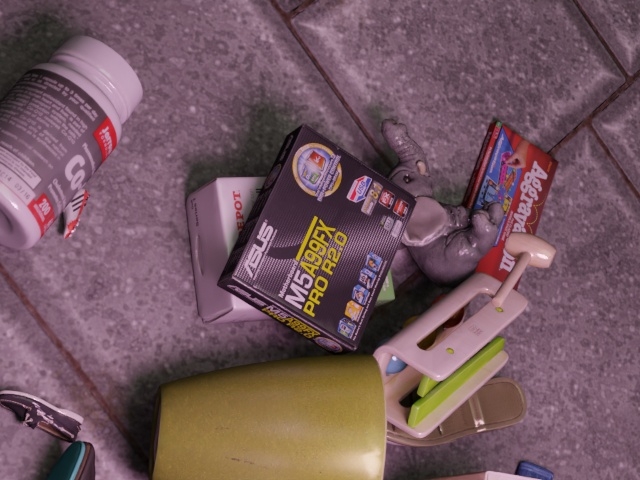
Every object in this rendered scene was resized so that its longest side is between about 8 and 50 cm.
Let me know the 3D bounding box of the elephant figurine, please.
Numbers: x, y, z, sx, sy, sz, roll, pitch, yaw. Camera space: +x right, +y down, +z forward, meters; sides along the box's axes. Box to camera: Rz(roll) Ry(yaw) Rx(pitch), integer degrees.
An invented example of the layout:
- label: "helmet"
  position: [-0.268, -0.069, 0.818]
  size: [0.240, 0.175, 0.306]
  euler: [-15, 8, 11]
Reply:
- label: "elephant figurine"
  position: [0.155, -0.042, 2.043]
  size: [0.239, 0.169, 0.186]
  euler: [29, 41, -8]

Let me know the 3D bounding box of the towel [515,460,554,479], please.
- label: "towel"
  position: [0.342, 0.425, 2.094]
  size: [0.067, 0.029, 0.120]
  euler: [25, 66, -20]

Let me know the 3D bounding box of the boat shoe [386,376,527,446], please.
- label: "boat shoe"
  position: [0.172, 0.271, 1.996]
  size: [0.302, 0.103, 0.113]
  euler: [3, 70, -27]

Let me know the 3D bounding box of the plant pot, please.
- label: "plant pot"
  position: [-0.084, 0.279, 1.782]
  size: [0.293, 0.275, 0.275]
  euler: [7, 73, -11]

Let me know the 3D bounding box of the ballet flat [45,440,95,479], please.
- label: "ballet flat"
  position: [-0.358, 0.401, 1.684]
  size: [0.096, 0.095, 0.280]
  euler: [40, 71, -25]

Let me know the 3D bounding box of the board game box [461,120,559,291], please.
- label: "board game box"
  position: [0.313, -0.053, 2.208]
  size: [0.145, 0.027, 0.281]
  euler: [31, 64, -20]

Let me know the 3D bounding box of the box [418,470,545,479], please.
- label: "box"
  position: [0.206, 0.413, 1.856]
  size: [0.148, 0.311, 0.121]
  euler: [14, 70, -26]

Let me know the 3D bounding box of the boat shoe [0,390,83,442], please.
- label: "boat shoe"
  position: [-0.382, 0.238, 1.735]
  size: [0.125, 0.046, 0.038]
  euler: [29, 60, -29]

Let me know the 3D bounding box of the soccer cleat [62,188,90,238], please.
- label: "soccer cleat"
  position: [-0.358, -0.041, 1.833]
  size: [0.035, 0.029, 0.083]
  euler: [24, 63, -12]

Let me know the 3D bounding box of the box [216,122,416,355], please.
- label: "box"
  position: [0.000, 0.000, 1.861]
  size: [0.216, 0.060, 0.270]
  euler: [33, 63, -18]

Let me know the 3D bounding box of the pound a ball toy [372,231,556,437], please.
- label: "pound a ball toy"
  position: [0.202, 0.117, 1.911]
  size: [0.135, 0.208, 0.319]
  euler: [30, 39, 23]

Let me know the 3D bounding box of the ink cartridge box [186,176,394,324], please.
- label: "ink cartridge box"
  position: [-0.045, 0.012, 1.938]
  size: [0.278, 0.117, 0.201]
  euler: [-2, 78, -29]

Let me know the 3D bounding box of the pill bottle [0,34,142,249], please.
- label: "pill bottle"
  position: [-0.377, -0.140, 1.769]
  size: [0.161, 0.161, 0.283]
  euler: [42, 61, -13]
